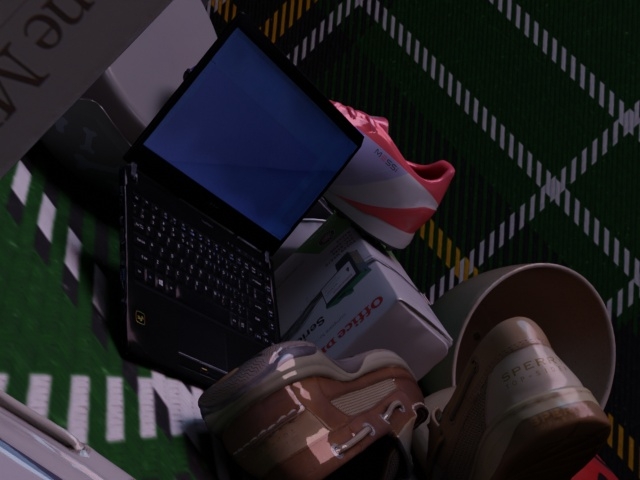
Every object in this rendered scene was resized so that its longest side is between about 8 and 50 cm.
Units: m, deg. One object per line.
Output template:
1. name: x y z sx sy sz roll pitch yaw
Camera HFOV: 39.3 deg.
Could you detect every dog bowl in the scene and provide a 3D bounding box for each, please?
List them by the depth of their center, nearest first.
1. dog bowl: -0.197 -0.200 0.938 0.349 0.102 0.348 45 36 -47

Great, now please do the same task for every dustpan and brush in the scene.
1. dustpan and brush: 0.000 0.000 1.102 0.147 0.211 0.060 36 49 -55

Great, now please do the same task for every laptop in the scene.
1. laptop: -0.051 -0.009 0.781 0.234 0.137 0.264 37 39 -52

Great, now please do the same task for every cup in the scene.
1. cup: 0.291 0.191 1.513 0.331 0.331 0.237 44 -15 -23

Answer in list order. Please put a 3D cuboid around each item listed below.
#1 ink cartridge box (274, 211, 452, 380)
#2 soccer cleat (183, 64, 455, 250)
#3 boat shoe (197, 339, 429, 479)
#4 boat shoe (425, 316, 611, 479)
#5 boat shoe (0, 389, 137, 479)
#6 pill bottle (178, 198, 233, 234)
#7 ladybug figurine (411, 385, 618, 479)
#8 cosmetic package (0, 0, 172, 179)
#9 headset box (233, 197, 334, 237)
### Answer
1. ink cartridge box: 0.025 0.085 0.979 0.092 0.160 0.219 41 9 -28
2. soccer cleat: 0.003 -0.110 0.947 0.318 0.116 0.108 33 16 -26
3. boat shoe: 0.019 0.166 0.751 0.116 0.123 0.324 56 18 23
4. boat shoe: 0.154 0.187 0.793 0.341 0.122 0.110 103 -28 -53
5. boat shoe: -0.080 0.147 0.365 0.267 0.096 0.088 37 14 -10
6. pill bottle: -0.128 -0.054 1.098 0.094 0.094 0.169 46 9 -10
7. ladybug figurine: 0.288 0.323 1.203 0.449 0.162 0.305 40 10 -45
8. cosmetic package: -0.282 -0.274 0.492 0.394 0.329 0.327 40 9 -37
9. headset box: -0.107 -0.101 1.321 0.246 0.131 0.283 46 8 -9
